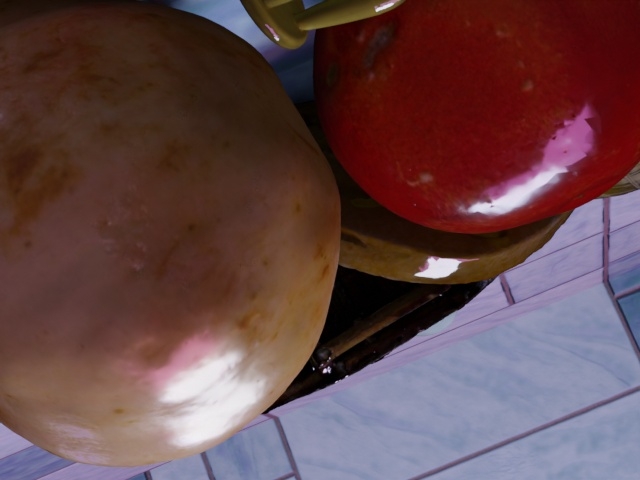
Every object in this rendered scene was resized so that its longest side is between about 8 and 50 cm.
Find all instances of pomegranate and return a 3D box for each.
[{"bbox_3d":[-0.191,-0.009,1.173,0.411,0.411,0.411,-20,165,-6],"label":"pomegranate"}]

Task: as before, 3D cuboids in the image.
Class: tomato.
[{"bbox_3d":[0.160,-0.159,1.326,0.325,0.290,0.293,-30,170,23],"label":"tomato"}]

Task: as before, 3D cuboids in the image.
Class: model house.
[{"bbox_3d":[0.000,0.000,1.682,0.317,0.282,0.297,-24,-172,20],"label":"model house"}]

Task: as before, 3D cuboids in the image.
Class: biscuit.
[{"bbox_3d":[0.104,-0.086,1.559,0.394,0.350,0.070,-46,151,-53],"label":"biscuit"}]

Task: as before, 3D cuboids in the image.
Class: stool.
[{"bbox_3d":[-0.006,-0.228,1.189,0.110,0.135,0.134,-27,-160,24],"label":"stool"}]

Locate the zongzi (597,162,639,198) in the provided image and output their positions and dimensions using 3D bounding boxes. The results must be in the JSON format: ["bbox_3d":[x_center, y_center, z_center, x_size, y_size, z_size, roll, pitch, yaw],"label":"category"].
[{"bbox_3d":[0.392,-0.126,2.098,0.288,0.134,0.286,-24,161,38],"label":"zongzi"}]

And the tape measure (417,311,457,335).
[{"bbox_3d":[0.075,0.009,1.906,0.246,0.243,0.125,-7,170,27],"label":"tape measure"}]
